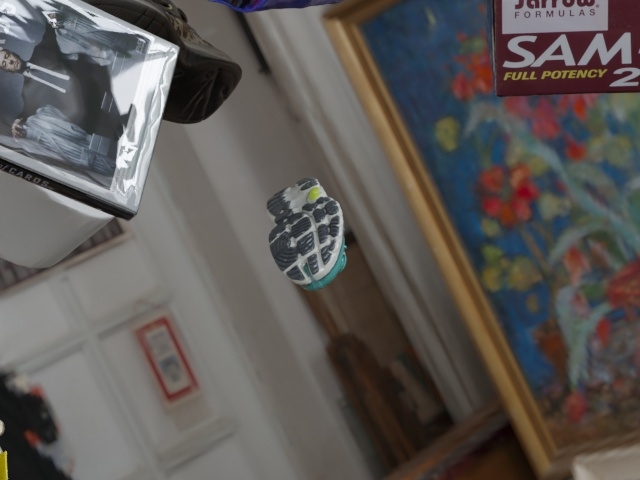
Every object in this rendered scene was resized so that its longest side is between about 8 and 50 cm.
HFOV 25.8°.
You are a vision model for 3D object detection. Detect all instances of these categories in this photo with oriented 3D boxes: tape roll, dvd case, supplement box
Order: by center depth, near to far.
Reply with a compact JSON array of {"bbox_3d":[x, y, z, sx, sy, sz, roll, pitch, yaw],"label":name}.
[{"bbox_3d":[0.176,-0.153,0.933,0.130,0.073,0.239,-1,16,6],"label":"supplement box"},{"bbox_3d":[-0.247,-0.138,1.181,0.029,0.239,0.179,-33,40,52],"label":"dvd case"},{"bbox_3d":[-0.344,-0.111,1.525,0.100,0.286,0.286,-37,-1,16],"label":"tape roll"}]

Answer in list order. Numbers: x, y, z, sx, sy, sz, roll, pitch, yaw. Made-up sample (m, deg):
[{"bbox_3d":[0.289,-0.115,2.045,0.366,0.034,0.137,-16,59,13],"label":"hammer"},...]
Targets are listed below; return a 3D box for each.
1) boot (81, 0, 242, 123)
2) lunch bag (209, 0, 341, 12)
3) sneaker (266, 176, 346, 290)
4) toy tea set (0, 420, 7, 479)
[{"bbox_3d":[-0.274,-0.289,1.668,0.138,0.284,0.377,-48,-22,15],"label":"boot"},{"bbox_3d":[-0.064,-0.451,1.640,0.328,0.385,0.239,-21,-12,-49],"label":"lunch bag"},{"bbox_3d":[0.000,0.000,1.851,0.107,0.110,0.275,-31,20,9],"label":"sneaker"},{"bbox_3d":[-0.382,0.087,1.185,0.200,0.336,0.124,-7,-13,-2],"label":"toy tea set"}]
